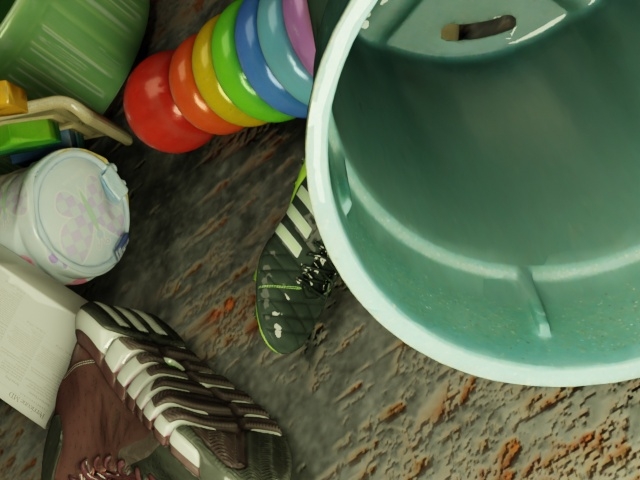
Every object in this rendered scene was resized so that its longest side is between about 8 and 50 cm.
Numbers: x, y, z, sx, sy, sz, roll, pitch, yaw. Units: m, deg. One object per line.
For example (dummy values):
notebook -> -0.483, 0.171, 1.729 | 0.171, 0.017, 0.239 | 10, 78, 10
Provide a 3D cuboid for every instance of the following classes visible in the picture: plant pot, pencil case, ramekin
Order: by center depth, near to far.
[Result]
plant pot -> 0.131, -0.147, 1.037 | 0.341, 0.341, 0.334 | -44, 31, 16
pencil case -> -0.295, -0.005, 1.566 | 0.273, 0.113, 0.124 | -16, 39, 41
ramekin -> -0.308, -0.203, 1.692 | 0.303, 0.148, 0.303 | -29, 43, 32

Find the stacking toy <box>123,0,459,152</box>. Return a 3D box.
stacking toy -> -0.043, -0.144, 1.392 | 0.330, 0.141, 0.141 | -19, 50, 49

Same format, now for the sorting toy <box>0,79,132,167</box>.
sorting toy -> -0.297, -0.084, 1.451 | 0.229, 0.307, 0.041 | -8, 87, 4

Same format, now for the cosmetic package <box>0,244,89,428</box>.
cosmetic package -> -0.289, 0.054, 1.445 | 0.239, 0.060, 0.099 | 32, 99, 18

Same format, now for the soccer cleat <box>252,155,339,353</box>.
soccer cleat -> 0.000, 0.000, 1.275 | 0.072, 0.060, 0.179 | -9, 55, 43

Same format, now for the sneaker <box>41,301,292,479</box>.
sneaker -> -0.126, 0.171, 1.277 | 0.281, 0.106, 0.162 | 41, 110, 54
